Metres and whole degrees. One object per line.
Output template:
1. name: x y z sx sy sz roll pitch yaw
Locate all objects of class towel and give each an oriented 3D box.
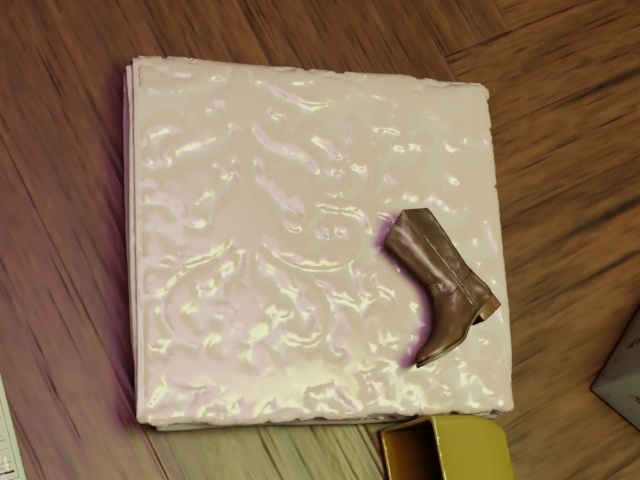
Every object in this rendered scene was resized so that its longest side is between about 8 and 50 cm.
1. towel: 0.000 0.000 0.915 0.332 0.053 0.317 2 73 -17

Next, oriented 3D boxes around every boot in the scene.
1. boot: 0.082 0.035 0.880 0.106 0.037 0.114 -38 90 -36

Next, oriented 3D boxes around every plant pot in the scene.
1. plant pot: 0.110 0.185 0.880 0.083 0.081 0.081 -1 73 -31

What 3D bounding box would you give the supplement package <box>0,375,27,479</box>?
1. supplement package: -0.293 0.100 0.711 0.149 0.194 0.203 -13 78 -22

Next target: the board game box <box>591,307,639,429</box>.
1. board game box: 0.435 0.138 0.988 0.303 0.097 0.224 39 66 -2
